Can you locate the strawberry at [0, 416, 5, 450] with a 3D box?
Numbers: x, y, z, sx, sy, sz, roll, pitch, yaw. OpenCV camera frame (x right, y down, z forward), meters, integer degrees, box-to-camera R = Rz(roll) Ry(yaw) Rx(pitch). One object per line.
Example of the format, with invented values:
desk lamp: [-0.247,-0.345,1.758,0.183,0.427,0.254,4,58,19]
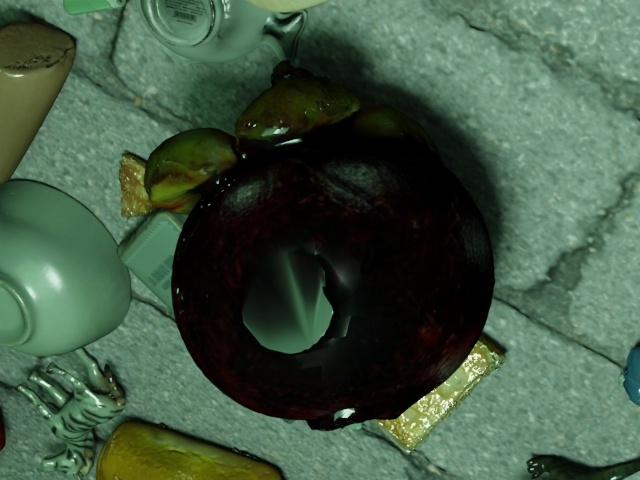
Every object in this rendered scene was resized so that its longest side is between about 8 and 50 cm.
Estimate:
strawberry: [-0.723,0.332,2.119,0.317,0.295,0.345,17,157,-28]

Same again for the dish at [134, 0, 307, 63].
dish: [-0.145,-0.289,1.515,0.246,0.078,0.224,29,128,8]

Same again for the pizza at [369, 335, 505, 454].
pizza: [0.120,0.162,1.682,0.204,0.080,0.188,39,108,13]

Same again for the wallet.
wallet: [-0.117,0.093,1.731,0.360,0.083,0.252,44,148,-5]

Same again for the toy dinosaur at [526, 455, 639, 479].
toy dinosaur: [0.334,0.351,1.637,0.179,0.187,0.087,11,132,54]

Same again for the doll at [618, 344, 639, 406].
doll: [0.411,0.167,1.543,0.076,0.050,0.083,15,124,13]

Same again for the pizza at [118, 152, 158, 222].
pizza: [-0.250,-0.080,1.744,0.100,0.029,0.099,-12,106,31]

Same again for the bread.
bread: [-0.210,0.474,2.005,0.337,0.148,0.328,18,127,17]

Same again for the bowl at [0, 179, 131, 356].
bowl: [-0.443,0.069,1.863,0.289,0.146,0.289,14,127,20]

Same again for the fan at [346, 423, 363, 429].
fan: [0.044,0.193,1.773,0.038,0.016,0.193,11,126,18]

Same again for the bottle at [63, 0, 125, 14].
bottle: [-0.291,-0.310,1.609,0.083,0.030,0.030,-2,119,28]

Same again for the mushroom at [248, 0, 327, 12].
mushroom: [-0.032,-0.351,1.338,0.254,0.260,0.234,-3,156,20]

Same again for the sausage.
sausage: [-0.434,-0.190,1.706,0.123,0.123,0.253,40,129,-1]

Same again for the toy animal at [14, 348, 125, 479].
toy animal: [-0.413,0.271,2.025,0.170,0.090,0.255,32,132,0]

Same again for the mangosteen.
mangosteen: [-0.005,0.014,1.447,0.381,0.381,0.421,-20,103,36]
